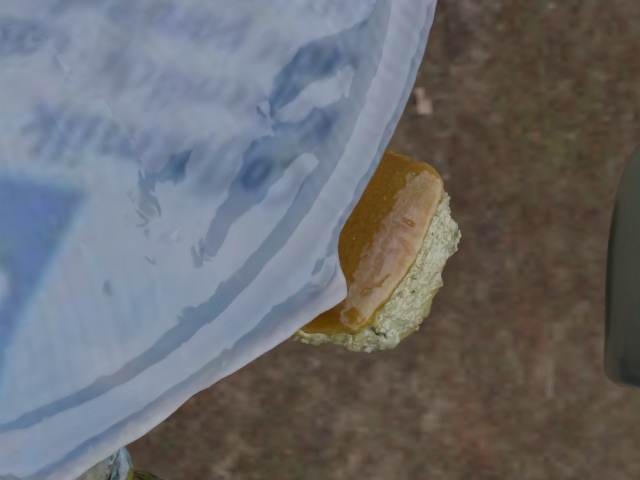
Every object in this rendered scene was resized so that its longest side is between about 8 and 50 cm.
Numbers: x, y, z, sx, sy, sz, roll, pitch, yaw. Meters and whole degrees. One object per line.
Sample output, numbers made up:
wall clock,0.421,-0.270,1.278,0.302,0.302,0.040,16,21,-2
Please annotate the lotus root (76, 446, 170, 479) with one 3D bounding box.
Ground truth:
lotus root,-0.095,0.230,1.170,0.140,0.158,0.322,-49,129,-8

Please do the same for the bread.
bread,0.000,0.000,1.581,0.121,0.245,0.174,30,81,-44

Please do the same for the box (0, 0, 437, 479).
box,-0.124,-0.111,0.457,0.262,0.206,0.291,7,107,-37

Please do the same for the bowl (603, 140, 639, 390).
bowl,0.254,-0.038,0.859,0.289,0.289,0.146,-16,92,-42
